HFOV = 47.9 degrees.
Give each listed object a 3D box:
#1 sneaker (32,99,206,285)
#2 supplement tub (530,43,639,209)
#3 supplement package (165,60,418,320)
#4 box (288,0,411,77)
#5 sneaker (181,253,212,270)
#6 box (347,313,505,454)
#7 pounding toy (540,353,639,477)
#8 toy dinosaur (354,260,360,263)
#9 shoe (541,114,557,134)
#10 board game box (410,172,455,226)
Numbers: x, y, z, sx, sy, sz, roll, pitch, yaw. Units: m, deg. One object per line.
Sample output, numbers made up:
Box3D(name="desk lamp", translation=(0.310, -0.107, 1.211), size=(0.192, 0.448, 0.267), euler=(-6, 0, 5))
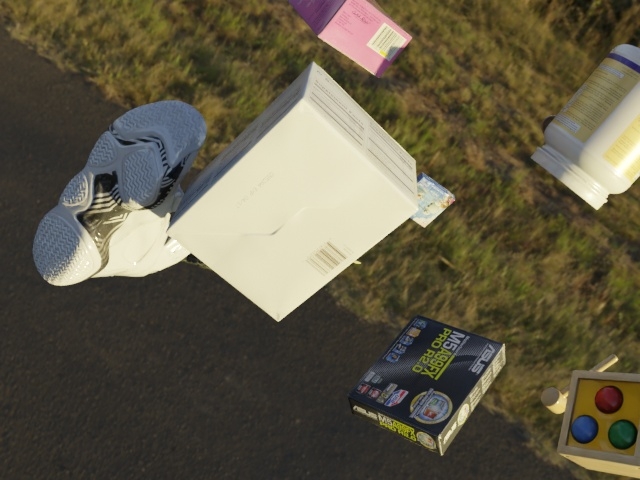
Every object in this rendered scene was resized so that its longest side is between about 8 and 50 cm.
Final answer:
Box3D(name="sneaker", translation=(-0.270, -0.066, 1.131), size=(0.137, 0.366, 0.210), euler=(55, 22, 20))
Box3D(name="supplement tub", translation=(0.685, -0.262, 1.697), size=(0.241, 0.331, 0.241), euler=(35, 16, -12))
Box3D(name="supplement package", translation=(-0.033, -0.060, 0.960), size=(0.204, 0.262, 0.145), euler=(41, 28, -19))
Box3D(name="box", translation=(0.049, -0.509, 1.597), size=(0.213, 0.117, 0.243), euler=(21, 28, -45))
Box3D(name="sneaker", translation=(-0.232, -0.004, 1.502), size=(0.109, 0.130, 0.286), euler=(22, -5, -41))
Box3D(name="box", translation=(0.219, 0.282, 1.470), size=(0.216, 0.060, 0.270), euler=(17, 45, 37))
Box3D(name="pounding toy", translation=(0.406, 0.239, 1.067), size=(0.094, 0.206, 0.181), euler=(32, 66, -32))
Box3D(name="toy dinosaur", translation=(0.000, 0.000, 1.496), size=(0.183, 0.053, 0.092), euler=(43, 65, 7))
Box3D(name="shoe", translation=(0.661, -0.254, 1.863), size=(0.219, 0.076, 0.058), euler=(29, 8, -5))
Box3D(name="board game box", translation=(0.206, -0.080, 1.442), size=(0.090, 0.090, 0.020), euler=(31, 33, -24))
